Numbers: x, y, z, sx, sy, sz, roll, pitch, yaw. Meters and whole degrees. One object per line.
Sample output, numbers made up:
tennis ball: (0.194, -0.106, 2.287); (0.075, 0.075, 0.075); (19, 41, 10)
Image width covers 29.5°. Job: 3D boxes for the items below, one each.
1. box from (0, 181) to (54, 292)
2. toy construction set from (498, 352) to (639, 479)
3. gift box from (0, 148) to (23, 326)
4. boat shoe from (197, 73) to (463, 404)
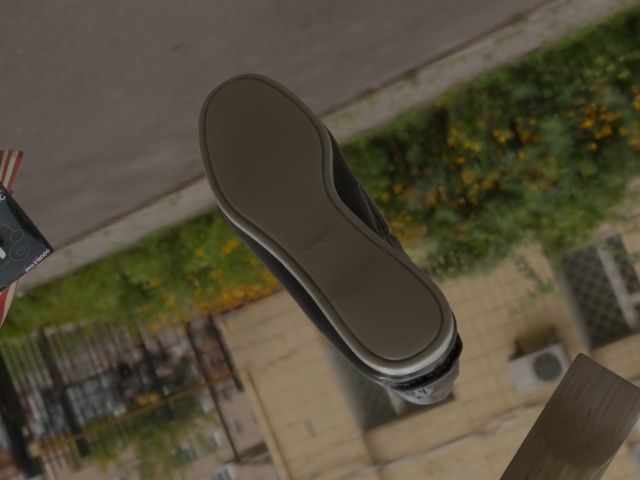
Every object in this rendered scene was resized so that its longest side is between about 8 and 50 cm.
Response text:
box: (-0.189, 0.001, 0.604); (0.083, 0.052, 0.062); (-39, 145, -10)
toy construction set: (0.160, 0.110, 0.242); (0.237, 0.309, 0.257); (-59, 144, 0)
gift box: (-0.332, 0.043, 0.786); (0.258, 0.255, 0.276); (16, -170, -1)
boat shoe: (0.000, 0.000, 0.982); (0.112, 0.335, 0.095); (-32, 146, -7)
